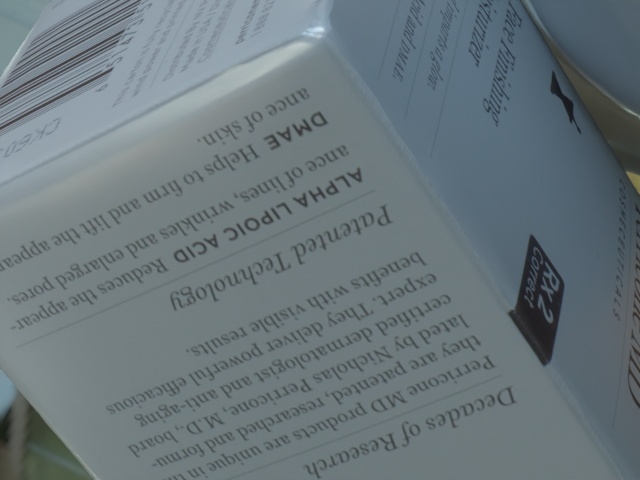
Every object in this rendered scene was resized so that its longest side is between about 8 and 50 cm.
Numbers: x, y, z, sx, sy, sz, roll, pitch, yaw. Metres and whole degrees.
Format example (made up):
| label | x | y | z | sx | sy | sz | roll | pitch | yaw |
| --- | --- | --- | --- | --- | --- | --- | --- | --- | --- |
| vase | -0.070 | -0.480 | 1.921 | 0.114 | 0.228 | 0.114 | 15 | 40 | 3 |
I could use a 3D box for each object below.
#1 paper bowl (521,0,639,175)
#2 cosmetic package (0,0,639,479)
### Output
| label | x | y | z | sx | sy | sz | roll | pitch | yaw |
| --- | --- | --- | --- | --- | --- | --- | --- | --- | --- |
| paper bowl | 0.163 | -0.139 | 0.610 | 0.148 | 0.284 | 0.284 | -65 | -6 | -57 |
| cosmetic package | 0.000 | 0.000 | 0.580 | 0.151 | 0.184 | 0.151 | -24 | 27 | 26 |
